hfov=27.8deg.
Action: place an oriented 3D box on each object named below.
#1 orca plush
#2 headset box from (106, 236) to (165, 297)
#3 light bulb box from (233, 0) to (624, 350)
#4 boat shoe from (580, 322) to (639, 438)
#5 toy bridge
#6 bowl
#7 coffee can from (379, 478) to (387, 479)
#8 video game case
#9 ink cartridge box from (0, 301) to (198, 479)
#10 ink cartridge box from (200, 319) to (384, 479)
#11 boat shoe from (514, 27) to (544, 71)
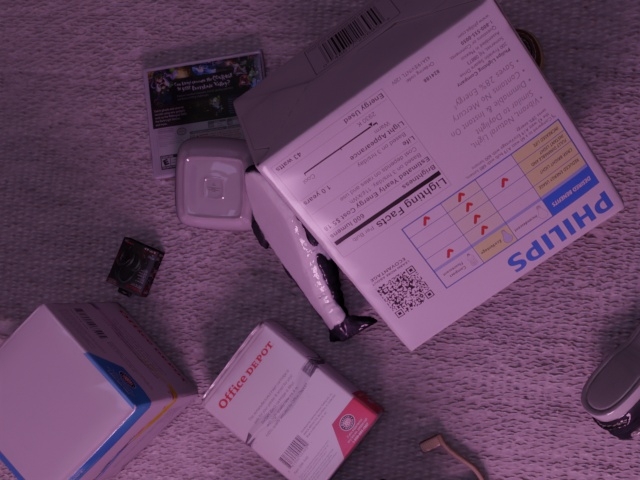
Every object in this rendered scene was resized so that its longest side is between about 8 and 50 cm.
[{"bbox_3d":[0.000,0.000,1.876,0.102,0.151,0.287,-35,87,-29],"label":"orca plush"},{"bbox_3d":[-0.283,0.044,1.967,0.062,0.032,0.083,24,90,12],"label":"headset box"},{"bbox_3d":[0.140,-0.116,1.706,0.358,0.225,0.361,-35,119,8],"label":"light bulb box"},{"bbox_3d":[0.489,0.146,1.769,0.302,0.091,0.114,-42,36,8],"label":"boat shoe"},{"bbox_3d":[0.209,0.362,1.846,0.063,0.026,0.188,-27,82,8],"label":"toy bridge"},{"bbox_3d":[-0.153,-0.081,1.922,0.142,0.053,0.142,4,100,12],"label":"bowl"},{"bbox_3d":[0.037,0.492,1.786,0.275,0.201,0.201,-38,80,8],"label":"coffee can"},{"bbox_3d":[-0.170,-0.190,1.963,0.190,0.022,0.173,-7,86,12],"label":"video game case"},{"bbox_3d":[-0.341,0.222,1.848,0.197,0.270,0.198,-45,79,8],"label":"ink cartridge box"},{"bbox_3d":[-0.041,0.241,1.874,0.218,0.092,0.158,39,95,10],"label":"ink cartridge box"},{"bbox_3d":[0.153,-0.213,1.842,0.342,0.123,0.123,-18,83,11],"label":"boat shoe"}]
